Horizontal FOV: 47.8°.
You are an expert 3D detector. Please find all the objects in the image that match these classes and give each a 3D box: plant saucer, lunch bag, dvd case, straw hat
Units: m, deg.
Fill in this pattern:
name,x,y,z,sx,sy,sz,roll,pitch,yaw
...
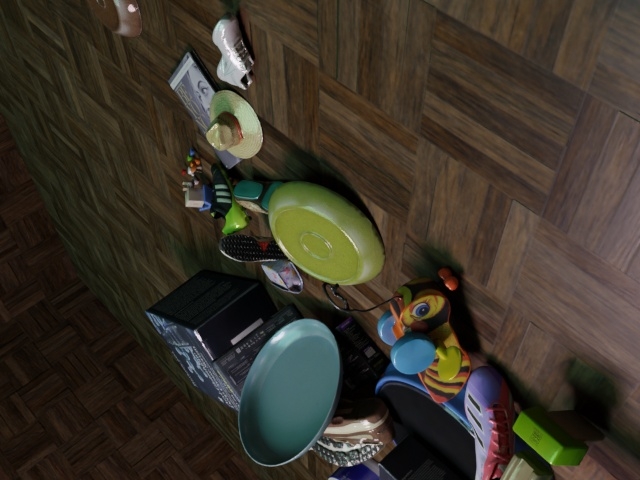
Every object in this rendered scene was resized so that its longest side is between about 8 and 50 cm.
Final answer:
name,x,y,z,sx,sy,sz,roll,pitch,yaw
plant saucer,0.000,0.000,1.283,0.241,0.037,0.241,24,145,18
lunch bag,-0.082,0.080,1.592,0.071,0.053,0.083,24,151,49
dvd case,-0.217,-0.252,1.434,0.221,0.018,0.164,57,155,-7
plant saucer,-0.058,0.320,1.524,0.044,0.317,0.318,30,170,-34
plant saucer,-0.439,-0.501,1.476,0.199,0.036,0.198,40,153,25
straw hat,-0.179,-0.202,1.345,0.145,0.061,0.144,27,137,28

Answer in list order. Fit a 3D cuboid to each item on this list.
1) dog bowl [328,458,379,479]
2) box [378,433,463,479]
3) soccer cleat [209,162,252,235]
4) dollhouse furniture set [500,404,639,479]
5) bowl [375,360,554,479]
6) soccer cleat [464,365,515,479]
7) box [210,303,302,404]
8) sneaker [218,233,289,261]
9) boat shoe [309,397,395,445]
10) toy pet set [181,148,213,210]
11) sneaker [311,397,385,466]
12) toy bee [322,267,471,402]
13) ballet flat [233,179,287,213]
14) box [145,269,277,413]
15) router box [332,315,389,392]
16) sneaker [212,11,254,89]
name,x,y,z,sx,sy,sz,roll,pitch,yaw
dog bowl,0.144,0.712,1.958,0.265,0.104,0.264,40,152,26
box,0.199,0.486,1.399,0.158,0.093,0.156,36,151,30
soccer cleat,-0.206,-0.090,1.513,0.178,0.072,0.060,63,-178,31
dollhouse furniture set,0.328,0.411,1.034,0.197,0.151,0.301,41,116,45
bowl,0.256,0.385,1.370,0.391,0.077,0.391,40,152,26
soccer cleat,0.279,0.325,1.144,0.095,0.083,0.247,151,117,-85
box,-0.110,0.289,1.695,0.183,0.233,0.059,54,160,-3
sneaker,-0.137,0.018,1.508,0.075,0.161,0.057,169,102,-70
boat shoe,0.047,0.384,1.486,0.258,0.095,0.095,-11,116,50
toy pet set,-0.277,-0.135,1.670,0.122,0.065,0.114,137,131,-62
sneaker,0.041,0.414,1.693,0.410,0.182,0.157,-11,92,55
toy bee,0.166,0.131,1.121,0.298,0.162,0.195,39,-164,-50
ballet flat,-0.092,-0.079,1.406,0.067,0.073,0.206,37,171,-36
box,-0.260,0.268,1.959,0.395,0.212,0.293,4,127,60
router box,0.069,0.249,1.554,0.133,0.046,0.179,51,155,9
sneaker,-0.138,-0.311,1.188,0.061,0.053,0.152,35,157,17
